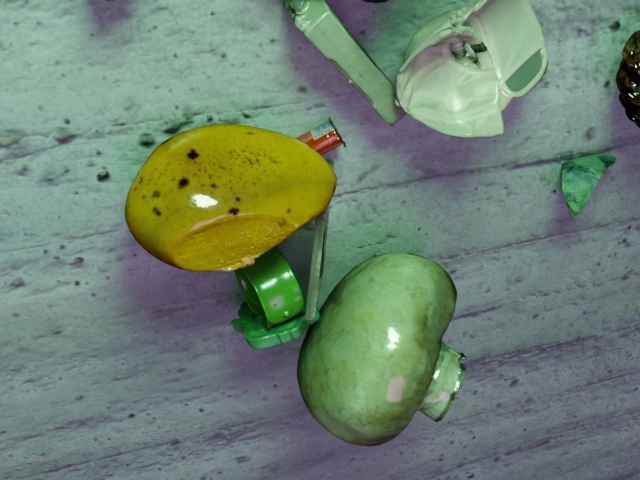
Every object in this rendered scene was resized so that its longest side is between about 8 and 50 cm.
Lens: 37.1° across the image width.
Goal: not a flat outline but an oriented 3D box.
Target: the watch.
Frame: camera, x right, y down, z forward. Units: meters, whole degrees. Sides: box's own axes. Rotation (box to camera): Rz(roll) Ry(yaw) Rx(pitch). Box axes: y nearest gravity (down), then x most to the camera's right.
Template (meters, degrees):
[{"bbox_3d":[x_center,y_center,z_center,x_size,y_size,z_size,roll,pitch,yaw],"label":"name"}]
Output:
[{"bbox_3d":[-0.092,0.081,1.536,0.131,0.165,0.152,-26,120,-12],"label":"watch"}]

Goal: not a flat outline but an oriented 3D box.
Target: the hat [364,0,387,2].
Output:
[{"bbox_3d":[0.058,-0.445,1.053,0.238,0.209,0.336,17,145,-15],"label":"hat"}]

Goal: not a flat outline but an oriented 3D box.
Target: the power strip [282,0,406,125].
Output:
[{"bbox_3d":[0.045,-0.241,1.296,0.048,0.080,0.286,-38,140,11],"label":"power strip"}]

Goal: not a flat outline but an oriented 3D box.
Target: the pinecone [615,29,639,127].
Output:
[{"bbox_3d":[0.565,-0.248,1.479,0.221,0.221,0.221,-15,139,-14],"label":"pinecone"}]

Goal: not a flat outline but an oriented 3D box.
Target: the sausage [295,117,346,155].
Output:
[{"bbox_3d":[-0.036,-0.125,1.403,0.145,0.048,0.050,-29,117,2],"label":"sausage"}]

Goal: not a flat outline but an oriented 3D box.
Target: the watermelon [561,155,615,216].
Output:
[{"bbox_3d":[0.456,-0.095,1.670,0.180,0.081,0.094,-33,135,-53],"label":"watermelon"}]

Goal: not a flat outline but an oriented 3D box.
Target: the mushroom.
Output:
[{"bbox_3d":[0.110,0.181,1.600,0.260,0.352,0.352,26,125,-1],"label":"mushroom"}]

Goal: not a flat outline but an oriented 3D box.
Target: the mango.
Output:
[{"bbox_3d":[-0.123,-0.069,1.301,0.290,0.191,0.160,-11,145,-10],"label":"mango"}]

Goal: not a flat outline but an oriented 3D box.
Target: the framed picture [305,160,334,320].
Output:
[{"bbox_3d":[0.000,0.000,1.453,0.015,0.150,0.203,7,121,2],"label":"framed picture"}]

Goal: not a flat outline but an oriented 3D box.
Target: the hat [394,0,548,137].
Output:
[{"bbox_3d":[0.207,-0.276,1.325,0.164,0.226,0.219,3,144,30],"label":"hat"}]
